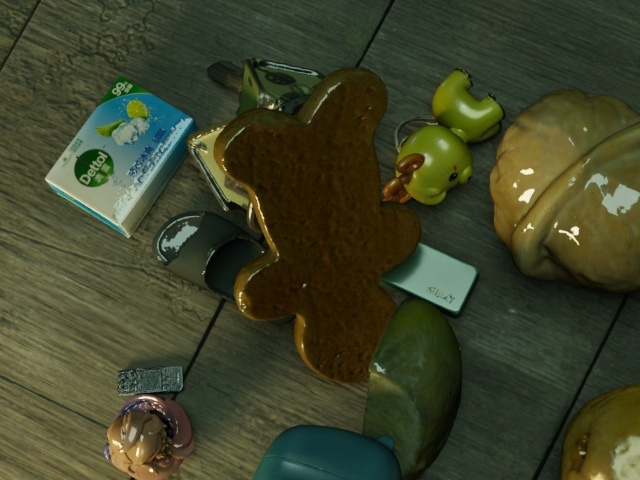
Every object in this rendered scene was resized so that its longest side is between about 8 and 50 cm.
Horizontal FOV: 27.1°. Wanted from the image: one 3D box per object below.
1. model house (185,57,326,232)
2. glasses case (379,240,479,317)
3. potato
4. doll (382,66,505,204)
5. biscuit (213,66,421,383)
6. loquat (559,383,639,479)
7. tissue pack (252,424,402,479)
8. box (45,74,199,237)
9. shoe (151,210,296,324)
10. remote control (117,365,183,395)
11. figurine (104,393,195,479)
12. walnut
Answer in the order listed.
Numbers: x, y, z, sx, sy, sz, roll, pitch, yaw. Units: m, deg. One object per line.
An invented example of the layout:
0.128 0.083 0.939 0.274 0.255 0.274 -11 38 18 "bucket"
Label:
-0.110 -0.168 1.897 0.278 0.218 0.205 30 122 29 "model house"
0.129 0.038 1.889 0.184 0.039 0.078 25 78 11 "glasses case"
0.120 0.200 1.732 0.112 0.255 0.270 15 76 11 "potato"
0.162 -0.131 1.890 0.135 0.143 0.221 41 74 13 "doll"
0.000 -0.001 1.779 0.283 0.432 0.064 -25 28 -18 "biscuit"
0.410 0.290 1.709 0.208 0.208 0.208 -1 74 5 "loquat"
0.004 0.359 1.684 0.198 0.287 0.206 16 53 11 "tissue pack"
-0.289 -0.124 1.958 0.139 0.073 0.194 31 79 13 "box"
-0.129 0.030 1.890 0.241 0.093 0.108 30 80 11 "shoe"
-0.241 0.200 1.892 0.096 0.014 0.039 -4 74 5 "remote control"
-0.237 0.275 1.809 0.126 0.157 0.114 -10 94 -2 "figurine"
0.364 -0.062 1.783 0.285 0.285 0.296 -37 68 -6 "walnut"
